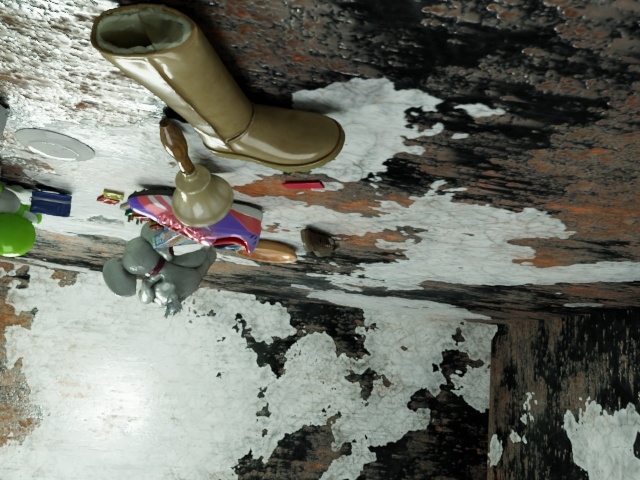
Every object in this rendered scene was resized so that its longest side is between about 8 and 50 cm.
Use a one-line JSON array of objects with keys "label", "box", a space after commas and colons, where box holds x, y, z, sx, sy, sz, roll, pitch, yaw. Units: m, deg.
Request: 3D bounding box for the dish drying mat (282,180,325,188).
[{"label": "dish drying mat", "box": [-0.035, -0.113, 1.048, 0.083, 0.008, 0.032, 0, 166, 20]}]

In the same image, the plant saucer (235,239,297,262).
[{"label": "plant saucer", "box": [-0.172, 0.034, 1.653, 0.200, 0.037, 0.200, 5, 166, 1]}]

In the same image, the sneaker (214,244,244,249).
[{"label": "sneaker", "box": [-0.264, 0.005, 1.544, 0.144, 0.053, 0.059, -2, 166, 36]}]

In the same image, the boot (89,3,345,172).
[{"label": "boot", "box": [-0.109, -0.180, 0.649, 0.236, 0.089, 0.269, 2, 164, 16]}]

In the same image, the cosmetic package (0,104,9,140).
[{"label": "cosmetic package", "box": [-0.567, -0.222, 0.737, 0.099, 0.060, 0.239, 6, 166, -1]}]

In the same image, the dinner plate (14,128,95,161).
[{"label": "dinner plate", "box": [-0.514, -0.178, 0.990, 0.141, 0.017, 0.141, 5, 166, 1]}]

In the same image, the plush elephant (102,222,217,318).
[{"label": "plush elephant", "box": [-0.509, 0.073, 1.588, 0.272, 0.255, 0.330, -34, -161, 5]}]

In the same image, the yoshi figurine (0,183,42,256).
[{"label": "yoshi figurine", "box": [-0.826, -0.061, 1.211, 0.204, 0.202, 0.362, 0, 167, 28]}]

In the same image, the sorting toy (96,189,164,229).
[{"label": "sorting toy", "box": [-0.453, -0.067, 1.349, 0.275, 0.046, 0.132, 19, 161, -41]}]

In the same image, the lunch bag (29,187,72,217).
[{"label": "lunch bag", "box": [-0.685, -0.097, 1.294, 0.099, 0.065, 0.067, 9, -178, -16]}]

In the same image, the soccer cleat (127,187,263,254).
[{"label": "soccer cleat", "box": [-0.298, -0.046, 1.213, 0.319, 0.116, 0.108, 10, 166, -14]}]

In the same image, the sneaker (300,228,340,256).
[{"label": "sneaker", "box": [0.000, 0.000, 1.417, 0.071, 0.066, 0.188, -15, 166, 13]}]

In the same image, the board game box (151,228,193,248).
[{"label": "board game box", "box": [-0.363, -0.019, 1.408, 0.136, 0.035, 0.201, -7, 173, -38]}]

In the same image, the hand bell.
[{"label": "hand bell", "box": [-0.243, -0.135, 0.920, 0.126, 0.126, 0.242, 5, 153, 6]}]
